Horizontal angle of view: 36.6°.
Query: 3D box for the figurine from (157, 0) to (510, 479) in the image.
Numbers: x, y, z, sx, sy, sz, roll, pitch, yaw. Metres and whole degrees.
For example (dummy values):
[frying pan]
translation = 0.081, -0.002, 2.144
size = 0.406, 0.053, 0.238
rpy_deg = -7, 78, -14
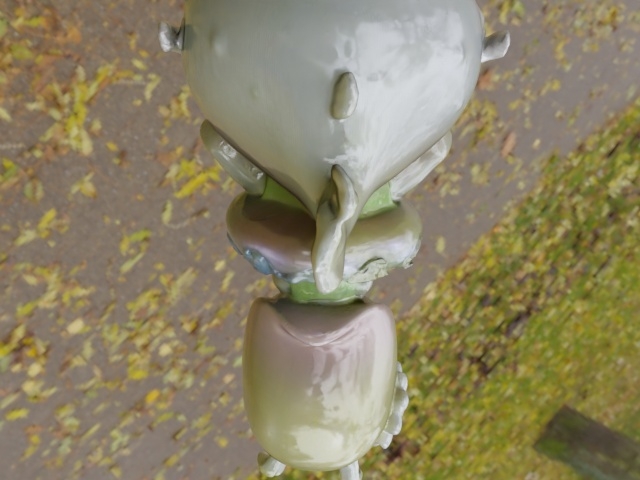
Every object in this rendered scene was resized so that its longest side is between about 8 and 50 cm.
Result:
[figurine]
translation = 0.000, 0.000, 0.636
size = 0.274, 0.227, 0.394
rpy_deg = -85, 179, -70
